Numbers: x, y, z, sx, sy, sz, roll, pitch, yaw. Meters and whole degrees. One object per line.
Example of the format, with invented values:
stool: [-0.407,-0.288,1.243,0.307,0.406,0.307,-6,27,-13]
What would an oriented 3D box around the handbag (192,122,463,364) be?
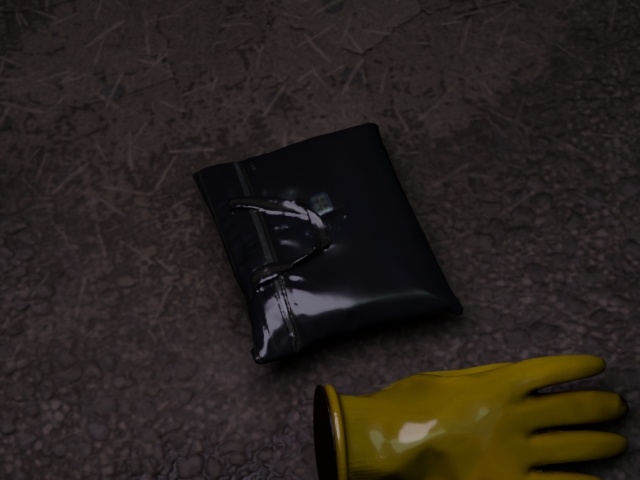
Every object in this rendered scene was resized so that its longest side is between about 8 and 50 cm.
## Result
handbag: [0.000,0.000,1.774,0.211,0.089,0.254,-15,55,-11]

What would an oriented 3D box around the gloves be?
gloves: [0.147,0.180,1.647,0.294,0.116,0.133,-5,83,-9]
